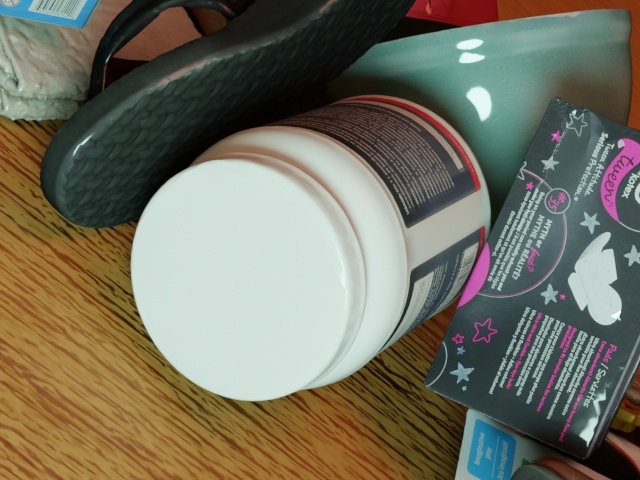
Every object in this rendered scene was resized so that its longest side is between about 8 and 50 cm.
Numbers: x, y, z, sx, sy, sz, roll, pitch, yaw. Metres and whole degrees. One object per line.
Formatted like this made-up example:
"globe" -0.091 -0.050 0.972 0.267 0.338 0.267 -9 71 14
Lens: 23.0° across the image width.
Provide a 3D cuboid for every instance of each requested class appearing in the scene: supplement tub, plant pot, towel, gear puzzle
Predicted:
"supplement tub" 0.000 0.000 1.169 0.191 0.191 0.272 52 27 6
"plant pot" 0.157 -0.092 1.460 0.293 0.293 0.196 -12 93 -59
"towel" -0.195 -0.174 1.264 0.282 0.049 0.187 -2 58 -55
"gear puzzle" 0.315 0.169 1.470 0.175 0.044 0.339 25 4 27

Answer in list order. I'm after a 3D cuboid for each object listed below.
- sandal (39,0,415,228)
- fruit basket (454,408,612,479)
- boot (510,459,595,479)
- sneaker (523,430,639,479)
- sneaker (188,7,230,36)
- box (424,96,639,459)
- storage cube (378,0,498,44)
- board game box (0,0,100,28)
"sandal" -0.073 -0.148 1.214 0.107 0.167 0.446 38 47 14
"fruit basket" 0.245 0.306 1.165 0.353 0.165 0.327 32 40 -10
"boot" 0.299 0.206 1.140 0.264 0.096 0.280 38 44 20
"sneaker" 0.283 0.225 1.420 0.270 0.090 0.145 36 18 -10
"sneaker" -0.134 -0.279 1.454 0.131 0.112 0.296 1 50 -34
"box" 0.207 0.035 1.257 0.142 0.247 0.163 25 2 15
"storage cube" 0.041 -0.284 1.500 0.215 0.184 0.193 3 83 -44
"board game box" -0.324 -0.310 1.136 0.308 0.086 0.302 5 49 -36
